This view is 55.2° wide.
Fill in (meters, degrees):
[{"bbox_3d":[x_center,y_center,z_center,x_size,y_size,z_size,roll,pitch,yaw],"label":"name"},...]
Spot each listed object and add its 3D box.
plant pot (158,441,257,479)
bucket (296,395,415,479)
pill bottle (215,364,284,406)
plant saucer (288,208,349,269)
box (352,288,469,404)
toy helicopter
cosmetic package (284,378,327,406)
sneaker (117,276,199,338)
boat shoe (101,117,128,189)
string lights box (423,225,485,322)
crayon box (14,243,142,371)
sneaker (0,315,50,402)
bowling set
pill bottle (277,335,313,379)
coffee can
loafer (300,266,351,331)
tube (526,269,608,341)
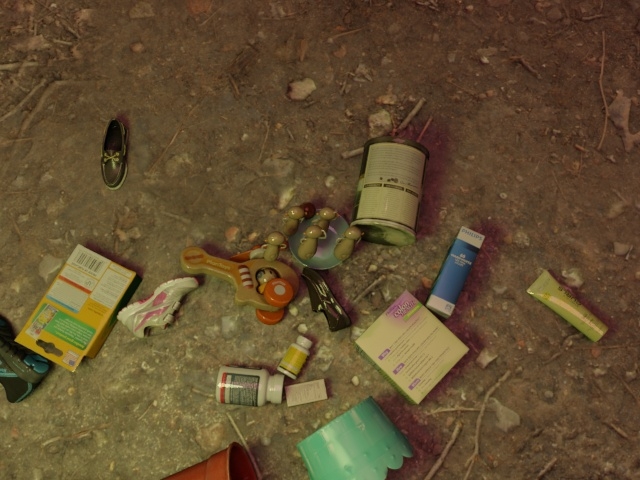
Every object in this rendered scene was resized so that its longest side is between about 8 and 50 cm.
[{"bbox_3d":[-0.308,0.690,1.561,0.265,0.272,0.272,-19,74,2],"label":"plant pot"},{"bbox_3d":[0.084,0.546,1.594,0.281,0.281,0.183,-31,74,-9],"label":"bucket"},{"bbox_3d":[-0.194,0.408,1.712,0.180,0.108,0.107,5,73,2],"label":"pill bottle"},{"bbox_3d":[0.000,0.000,1.869,0.195,0.037,0.194,0,71,0],"label":"plant saucer"},{"bbox_3d":[0.252,0.305,1.740,0.243,0.117,0.213,44,78,11],"label":"box"},{"bbox_3d":[-0.232,0.083,1.789,0.355,0.140,0.235,18,51,-7],"label":"toy helicopter"},{"bbox_3d":[-0.041,0.433,1.740,0.115,0.041,0.060,-9,73,-3],"label":"cosmetic package"},{"bbox_3d":[-0.456,0.198,1.786,0.252,0.103,0.111,-33,80,-3],"label":"sneaker"},{"bbox_3d":[-0.656,-0.275,1.934,0.081,0.068,0.227,-1,73,0],"label":"boat shoe"},{"bbox_3d":[0.386,0.102,1.792,0.077,0.133,0.259,25,74,8],"label":"string lights box"},{"bbox_3d":[-0.698,0.198,1.782,0.203,0.083,0.322,26,72,7],"label":"crayon box"},{"bbox_3d":[-0.927,0.314,1.731,0.341,0.125,0.139,37,96,18],"label":"sneaker"},{"bbox_3d":[-0.038,-0.052,1.768,0.287,0.154,0.199,-3,60,-17],"label":"bowling set"},{"bbox_3d":[-0.070,0.334,1.757,0.065,0.065,0.116,28,76,8],"label":"pill bottle"},{"bbox_3d":[0.206,-0.144,1.829,0.202,0.201,0.275,10,74,3],"label":"coffee can"},{"bbox_3d":[0.002,0.175,1.796,0.078,0.080,0.220,-34,77,-10],"label":"loafer"},{"bbox_3d":[0.730,0.198,1.806,0.240,0.062,0.070,43,37,16],"label":"tube"}]
